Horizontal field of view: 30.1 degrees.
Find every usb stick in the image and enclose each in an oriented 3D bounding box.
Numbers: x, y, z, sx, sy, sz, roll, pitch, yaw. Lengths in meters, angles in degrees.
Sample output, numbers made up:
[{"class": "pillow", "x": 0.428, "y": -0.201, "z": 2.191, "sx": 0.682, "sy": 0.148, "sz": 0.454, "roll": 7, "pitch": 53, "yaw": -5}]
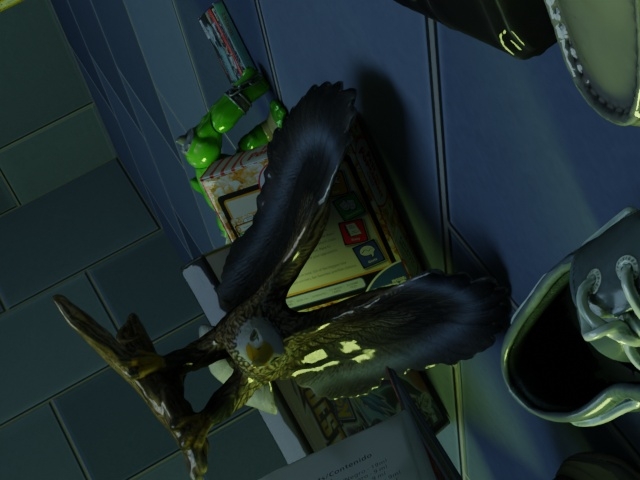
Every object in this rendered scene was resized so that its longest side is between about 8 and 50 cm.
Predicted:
[{"class": "usb stick", "x": 0.048, "y": -0.169, "z": 0.682, "sx": 0.077, "sy": 0.045, "sz": 0.278, "roll": 60, "pitch": 171, "yaw": -32}]

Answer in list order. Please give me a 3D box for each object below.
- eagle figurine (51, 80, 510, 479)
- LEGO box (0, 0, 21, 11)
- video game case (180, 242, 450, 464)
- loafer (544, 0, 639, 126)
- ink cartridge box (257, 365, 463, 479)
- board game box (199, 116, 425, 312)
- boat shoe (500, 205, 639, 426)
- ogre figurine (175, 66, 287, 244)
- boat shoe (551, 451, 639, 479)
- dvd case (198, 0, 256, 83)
[{"class": "eagle figurine", "x": -0.023, "y": 0.053, "z": 0.959, "sx": 0.226, "sy": 0.298, "sz": 0.225, "roll": 47, "pitch": -175, "yaw": -38}, {"class": "LEGO box", "x": -0.393, "y": -0.366, "z": 1.004, "sx": 0.373, "sy": 0.500, "sz": 0.193, "roll": 61, "pitch": 170, "yaw": -1}, {"class": "video game case", "x": 0.005, "y": 0.110, "z": 1.192, "sx": 0.275, "sy": 0.035, "sz": 0.248, "roll": 60, "pitch": -148, "yaw": 3}, {"class": "loafer", "x": 0.066, "y": -0.173, "z": 0.401, "sx": 0.112, "sy": 0.111, "sz": 0.320, "roll": 42, "pitch": 158, "yaw": 61}, {"class": "ink cartridge box", "x": 0.084, "y": 0.291, "z": 0.856, "sx": 0.309, "sy": 0.130, "sz": 0.272, "roll": 59, "pitch": -172, "yaw": -26}, {"class": "board game box", "x": 0.000, "y": 0.000, "z": 1.060, "sx": 0.194, "sy": 0.146, "sz": 0.045, "roll": 66, "pitch": -158, "yaw": -19}, {"class": "boat shoe", "x": 0.161, "y": 0.037, "z": 0.528, "sx": 0.116, "sy": 0.099, "sz": 0.319, "roll": 61, "pitch": 169, "yaw": 5}, {"class": "ogre figurine", "x": -0.078, "y": -0.075, "z": 1.297, "sx": 0.097, "sy": 0.118, "sz": 0.197, "roll": 51, "pitch": 166, "yaw": 43}, {"class": "boat shoe", "x": 0.238, "y": 0.319, "z": 0.801, "sx": 0.355, "sy": 0.130, "sz": 0.132, "roll": 57, "pitch": 169, "yaw": 24}, {"class": "dvd case", "x": -0.106, "y": -0.221, "z": 1.339, "sx": 0.087, "sy": 0.013, "sz": 0.119, "roll": 63, "pitch": 168, "yaw": -8}]
